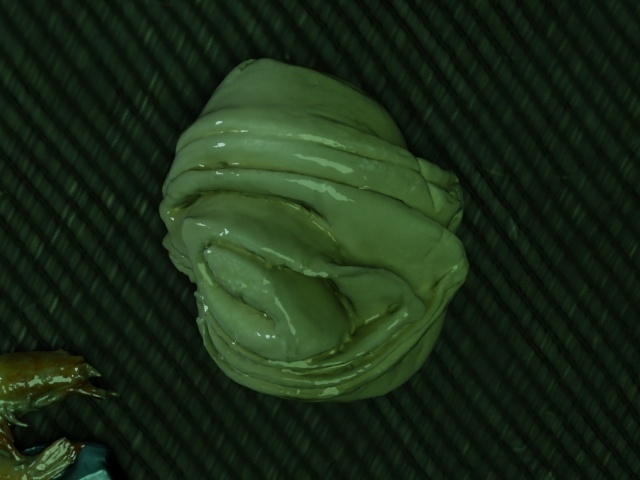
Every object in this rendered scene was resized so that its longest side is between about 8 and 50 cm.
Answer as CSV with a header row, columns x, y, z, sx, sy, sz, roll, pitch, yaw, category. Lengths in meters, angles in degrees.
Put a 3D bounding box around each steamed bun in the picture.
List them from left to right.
x,y,z,sx,sy,sz,roll,pitch,yaw,category
-0.003,-0.001,1.483,0.276,0.203,0.289,11,98,-8,steamed bun

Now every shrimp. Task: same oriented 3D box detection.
x,y,z,sx,sy,sz,roll,pitch,yaw,category
-0.273,0.165,1.550,0.187,0.051,0.132,-17,88,4,shrimp

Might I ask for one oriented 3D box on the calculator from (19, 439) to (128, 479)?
x,y,z,sx,sy,sz,roll,pitch,yaw,category
-0.221,0.325,1.593,0.173,0.051,0.293,-24,102,-4,calculator
